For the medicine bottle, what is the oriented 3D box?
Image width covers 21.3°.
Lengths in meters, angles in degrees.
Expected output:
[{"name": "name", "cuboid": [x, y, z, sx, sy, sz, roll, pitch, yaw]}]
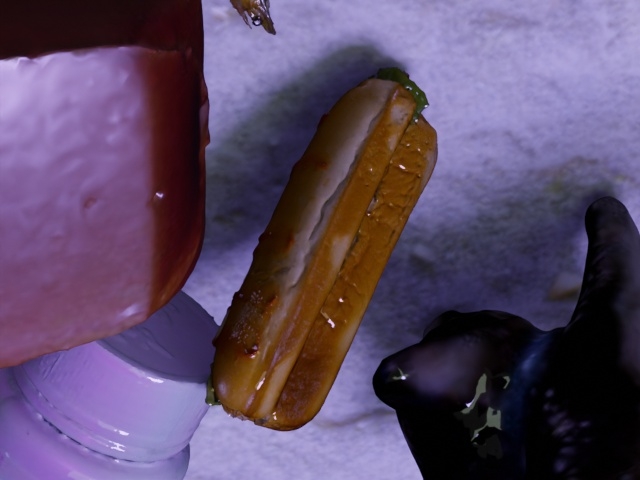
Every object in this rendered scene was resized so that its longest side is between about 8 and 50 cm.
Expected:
[{"name": "medicine bottle", "cuboid": [-0.171, 0.145, 1.114, 0.152, 0.152, 0.254, 19, 115, -29]}]

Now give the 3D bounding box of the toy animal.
[{"name": "toy animal", "cuboid": [0.148, 0.144, 1.101, 0.303, 0.344, 0.194, -22, 126, -16]}]

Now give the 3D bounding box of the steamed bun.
[{"name": "steamed bun", "cuboid": [-0.252, -0.062, 0.877, 0.379, 0.248, 0.235, -14, 131, -22]}]

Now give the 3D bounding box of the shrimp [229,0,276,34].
[{"name": "shrimp", "cuboid": [-0.037, -0.172, 1.015, 0.059, 0.023, 0.108, -33, 129, -5]}]

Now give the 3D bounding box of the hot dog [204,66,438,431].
[{"name": "hot dog", "cuboid": [0.000, 0.000, 1.069, 0.250, 0.076, 0.104, -67, 150, -15]}]
